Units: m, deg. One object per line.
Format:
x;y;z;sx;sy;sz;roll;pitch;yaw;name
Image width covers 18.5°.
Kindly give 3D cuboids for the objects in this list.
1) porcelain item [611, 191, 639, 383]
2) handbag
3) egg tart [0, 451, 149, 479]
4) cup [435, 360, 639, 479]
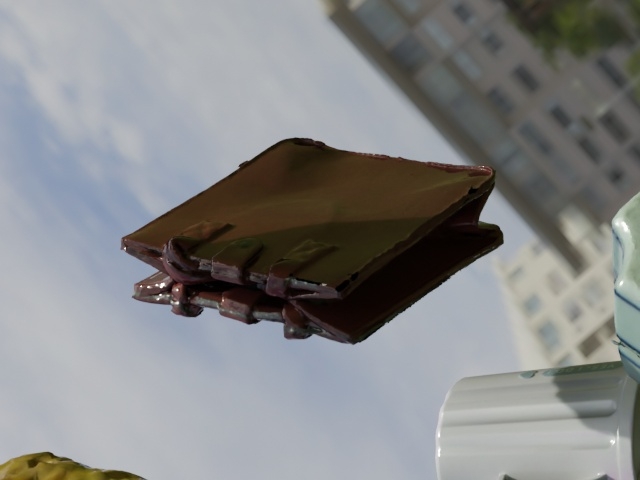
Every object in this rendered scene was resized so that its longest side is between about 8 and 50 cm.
0.390;0.036;1.549;0.281;0.286;0.157;36;158;33;porcelain item
0.000;-0.002;1.760;0.260;0.084;0.275;12;-151;37;handbag
-0.177;0.222;0.928;0.339;0.351;0.153;-40;-52;-58;egg tart
0.210;0.188;1.772;0.221;0.202;0.167;20;-112;-59;cup
